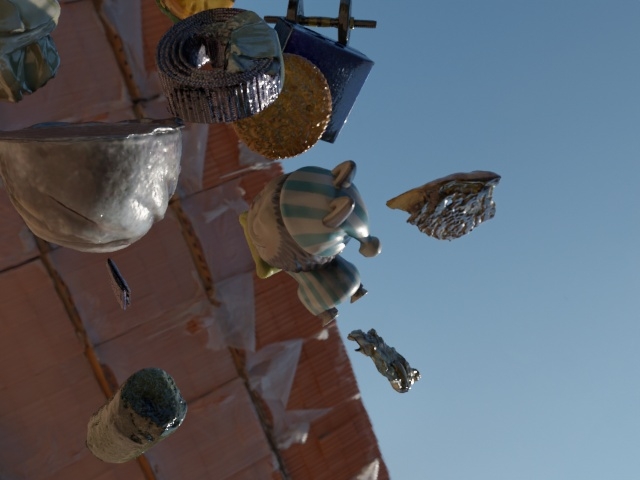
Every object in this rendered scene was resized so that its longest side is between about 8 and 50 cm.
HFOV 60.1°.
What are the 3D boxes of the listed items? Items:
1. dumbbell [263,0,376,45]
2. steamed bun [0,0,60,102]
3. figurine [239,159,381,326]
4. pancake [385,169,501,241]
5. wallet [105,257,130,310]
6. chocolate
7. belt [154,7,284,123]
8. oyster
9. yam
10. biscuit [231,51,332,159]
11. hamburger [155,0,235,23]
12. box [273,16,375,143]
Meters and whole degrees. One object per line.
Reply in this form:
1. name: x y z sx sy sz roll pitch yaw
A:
1. dumbbell: -0.002 -0.628 1.590 0.143 0.325 0.143 5 90 -85
2. steamed bun: -0.469 -0.299 0.842 0.211 0.218 0.144 0 -25 47
3. figurine: 0.000 0.000 1.248 0.361 0.266 0.377 54 -18 0
4. pancake: 0.302 -0.094 1.255 0.212 0.257 0.056 -44 -135 26
5. wallet: -0.582 0.127 1.582 0.111 0.030 0.166 55 -29 13
6. chocolate: -0.366 -0.087 0.921 0.303 0.303 0.213 29 -56 57
7. belt: -0.208 -0.372 1.161 0.122 0.260 0.325 84 -2 -47
8. oyster: 0.160 0.304 1.440 0.214 0.083 0.223 41 -2 17
9. yam: -0.497 0.478 1.503 0.300 0.195 0.195 -41 -110 38
10. biscuit: -0.091 -0.316 1.300 0.035 0.253 0.254 -143 -144 -68
11. hamburger: -0.356 -0.698 1.508 0.170 0.246 0.246 19 -52 52
12. box: -0.032 -0.432 1.534 0.262 0.278 0.116 -62 -140 24
